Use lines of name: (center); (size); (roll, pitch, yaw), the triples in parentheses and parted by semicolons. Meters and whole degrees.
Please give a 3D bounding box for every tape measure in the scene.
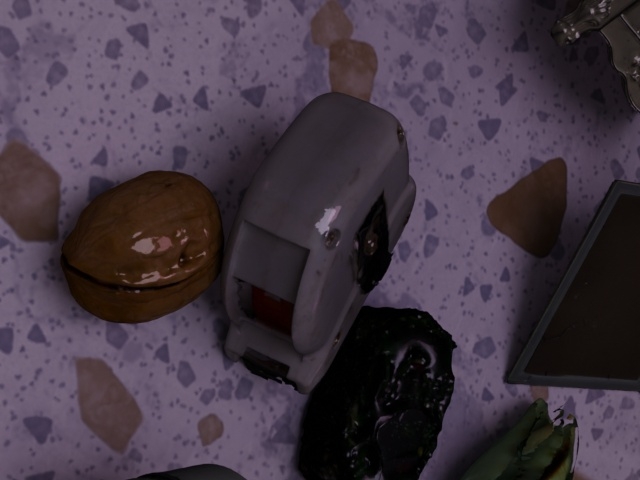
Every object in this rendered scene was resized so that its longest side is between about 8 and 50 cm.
tape measure: (0.000, 0.000, 1.642); (0.258, 0.130, 0.265); (-58, 163, -21)

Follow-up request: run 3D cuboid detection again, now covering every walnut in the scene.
walnut: (-0.175, 0.010, 1.577); (0.180, 0.144, 0.144); (-24, 103, -40)

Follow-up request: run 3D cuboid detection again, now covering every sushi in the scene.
sushi: (0.068, 0.183, 1.743); (0.124, 0.127, 0.225); (28, 73, -30)

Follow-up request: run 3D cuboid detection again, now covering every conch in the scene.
conch: (0.236, 0.280, 1.848); (0.143, 0.137, 0.250); (42, 68, -25)

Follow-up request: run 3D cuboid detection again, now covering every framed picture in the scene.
framed picture: (0.370, 0.060, 1.924); (0.231, 0.018, 0.293); (7, 119, -34)

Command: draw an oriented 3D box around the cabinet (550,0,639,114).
cabinet: (0.455, -0.282, 1.858); (0.318, 0.227, 0.290); (-37, 118, 16)

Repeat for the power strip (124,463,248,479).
power strip: (-0.135, 0.396, 1.480); (0.161, 0.357, 0.357); (-9, 95, -32)
